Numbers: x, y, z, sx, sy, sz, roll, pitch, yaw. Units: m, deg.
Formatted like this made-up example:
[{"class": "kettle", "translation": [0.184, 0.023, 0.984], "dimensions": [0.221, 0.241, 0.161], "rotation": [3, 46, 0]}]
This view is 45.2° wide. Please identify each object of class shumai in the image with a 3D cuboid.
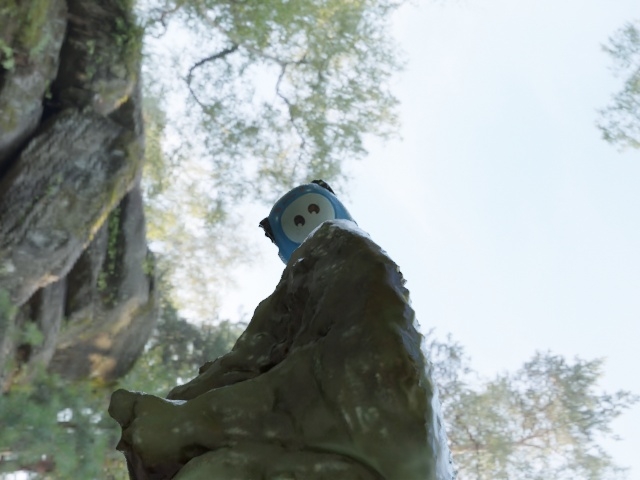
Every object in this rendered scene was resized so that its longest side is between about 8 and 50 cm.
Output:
[{"class": "shumai", "translation": [-0.040, 0.188, 0.809], "dimensions": [0.323, 0.324, 0.397], "rotation": [-17, -135, -1]}]

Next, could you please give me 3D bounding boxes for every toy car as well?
[{"class": "toy car", "translation": [0.000, 0.000, 1.710], "dimensions": [0.188, 0.255, 0.190], "rotation": [-37, -146, -9]}]
